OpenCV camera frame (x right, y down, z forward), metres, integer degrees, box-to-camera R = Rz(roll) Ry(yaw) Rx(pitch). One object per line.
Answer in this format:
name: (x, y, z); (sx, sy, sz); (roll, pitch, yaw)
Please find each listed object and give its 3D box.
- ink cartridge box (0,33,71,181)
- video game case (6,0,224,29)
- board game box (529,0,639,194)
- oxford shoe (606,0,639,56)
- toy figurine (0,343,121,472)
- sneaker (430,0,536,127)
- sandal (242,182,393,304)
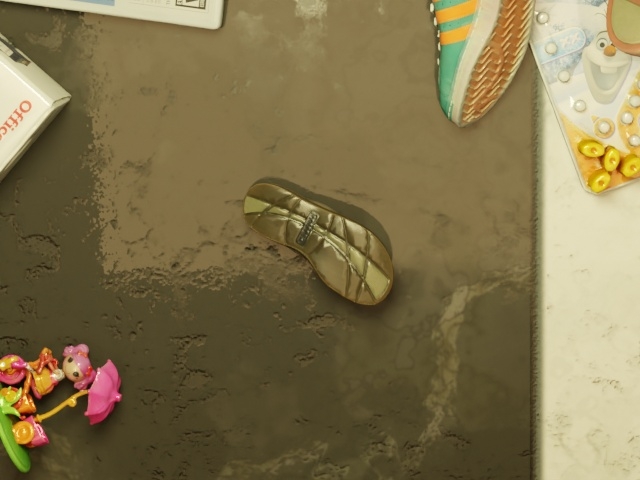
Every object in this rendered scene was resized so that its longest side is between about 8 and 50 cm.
ink cartridge box: (-0.456, -0.188, 1.468); (0.237, 0.100, 0.172); (42, 101, -5)
video game case: (-0.250, -0.436, 1.423); (0.300, 0.036, 0.329); (8, 109, 1)
board game box: (0.441, -0.295, 1.425); (0.390, 0.050, 0.390); (-21, 100, 7)
oxford shoe: (0.453, -0.378, 1.337); (0.146, 0.140, 0.397); (18, 98, -34)
toy figurine: (-0.343, 0.193, 1.560); (0.159, 0.130, 0.173); (-22, 76, -6)
sneaker: (0.180, -0.284, 1.409); (0.121, 0.108, 0.302); (37, 132, 33)
sandal: (0.000, 0.000, 1.513); (0.219, 0.060, 0.090); (29, 97, 11)
